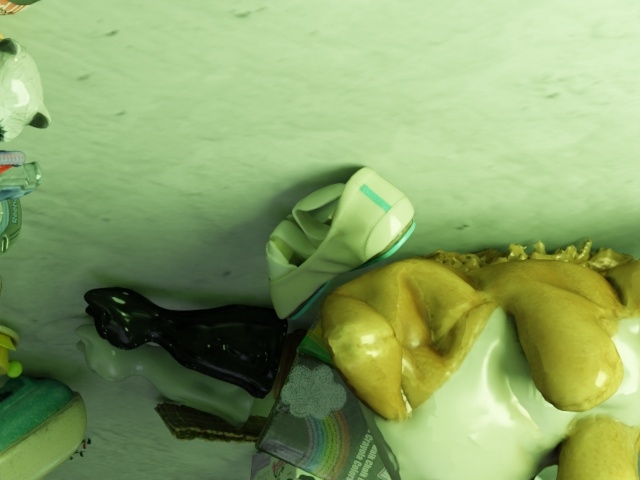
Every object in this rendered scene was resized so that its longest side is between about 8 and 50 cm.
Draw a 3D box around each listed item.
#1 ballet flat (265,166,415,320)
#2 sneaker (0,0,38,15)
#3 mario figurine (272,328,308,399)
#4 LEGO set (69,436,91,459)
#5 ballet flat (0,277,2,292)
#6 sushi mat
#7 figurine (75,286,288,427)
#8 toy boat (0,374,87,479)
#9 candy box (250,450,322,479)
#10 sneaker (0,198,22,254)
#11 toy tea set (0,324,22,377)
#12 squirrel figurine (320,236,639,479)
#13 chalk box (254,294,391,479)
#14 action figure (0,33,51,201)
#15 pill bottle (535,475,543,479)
[{"bbox_3d":[0.000,0.000,1.515,0.086,0.086,0.248,14,155,-22],"label":"ballet flat"},{"bbox_3d":[-0.293,-0.200,1.046,0.145,0.090,0.270,-16,153,37],"label":"sneaker"},{"bbox_3d":[0.121,0.154,1.852,0.320,0.170,0.198,12,-165,9],"label":"mario figurine"},{"bbox_3d":[-0.344,0.281,2.342,0.083,0.023,0.054,-26,147,30],"label":"LEGO set"},{"bbox_3d":[-0.428,0.015,1.642,0.250,0.084,0.058,14,132,-13],"label":"ballet flat"},{"bbox_3d":[-0.110,0.218,1.995,0.151,0.019,0.316,10,178,-9],"label":"sushi mat"},{"bbox_3d":[-0.159,0.115,1.822,0.209,0.092,0.215,16,157,-8],"label":"figurine"},{"bbox_3d":[-0.442,0.245,2.067,0.267,0.148,0.318,-34,-168,-31],"label":"toy boat"},{"bbox_3d":[0.025,0.315,2.277,0.196,0.070,0.165,13,157,-22],"label":"candy box"},{"bbox_3d":[-0.403,0.003,1.448,0.297,0.111,0.129,-10,-179,-41],"label":"sneaker"},{"bbox_3d":[-0.498,0.128,1.852,0.200,0.124,0.336,-16,150,42],"label":"toy tea set"},{"bbox_3d":[0.215,0.082,1.466,0.370,0.281,0.397,-23,-167,4],"label":"squirrel figurine"},{"bbox_3d":[0.067,0.172,1.698,0.213,0.132,0.132,25,117,3],"label":"chalk box"},{"bbox_3d":[-0.357,-0.093,1.224,0.330,0.178,0.341,-6,-179,14],"label":"action figure"},{"bbox_3d":[0.239,0.401,2.302,0.176,0.176,0.318,3,158,5],"label":"pill bottle"}]
